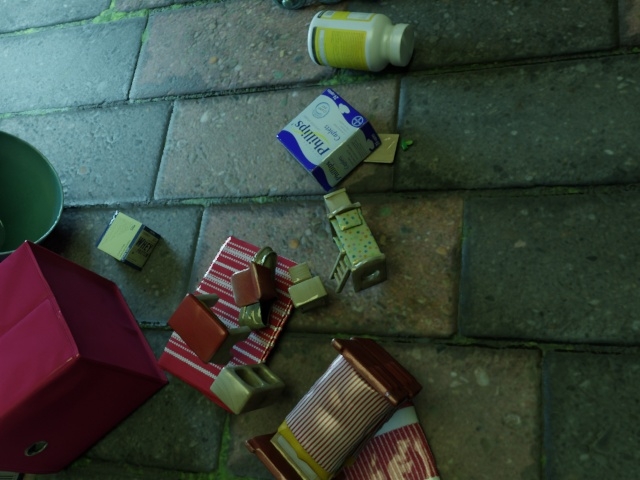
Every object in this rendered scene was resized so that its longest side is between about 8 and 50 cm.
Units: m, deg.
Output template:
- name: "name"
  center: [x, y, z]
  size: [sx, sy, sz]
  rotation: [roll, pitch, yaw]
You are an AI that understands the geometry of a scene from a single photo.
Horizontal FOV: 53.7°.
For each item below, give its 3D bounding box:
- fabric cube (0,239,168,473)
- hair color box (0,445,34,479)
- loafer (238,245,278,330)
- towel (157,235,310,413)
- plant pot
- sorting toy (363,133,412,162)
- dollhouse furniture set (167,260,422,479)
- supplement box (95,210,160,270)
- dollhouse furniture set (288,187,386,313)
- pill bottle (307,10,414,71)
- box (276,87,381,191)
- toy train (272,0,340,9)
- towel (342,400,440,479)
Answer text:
- name: "fabric cube"
  center: [-0.471, 0.207, 1.079]
  size: [0.258, 0.254, 0.259]
  rotation: [-39, 61, 1]
- name: "hair color box"
  center: [-0.719, 0.403, 1.179]
  size: [0.347, 0.105, 0.174]
  rotation: [8, 72, 24]
- name: "loafer"
  center: [-0.094, 0.083, 1.065]
  size: [0.050, 0.056, 0.148]
  rotation: [8, 80, 25]
- name: "towel"
  center: [-0.153, 0.141, 1.110]
  size: [0.198, 0.031, 0.275]
  rotation: [21, 76, 29]
- name: "plant pot"
  center: [-0.699, -0.057, 1.285]
  size: [0.195, 0.290, 0.291]
  rotation: [-40, 53, 44]
- name: "sorting toy"
  center: [0.122, -0.164, 1.135]
  size: [0.083, 0.012, 0.062]
  rotation: [7, 69, 26]
- name: "dollhouse furniture set"
  center: [-0.063, 0.169, 0.919]
  size: [0.374, 0.152, 0.201]
  rotation: [41, 99, 23]
- name: "supplement box"
  center: [-0.375, 0.001, 1.234]
  size: [0.083, 0.056, 0.083]
  rotation: [23, 79, 27]
- name: "dollhouse furniture set"
  center: [0.000, 0.000, 1.045]
  size: [0.160, 0.101, 0.182]
  rotation: [-22, 63, -5]
- name: "pill bottle"
  center: [0.076, -0.373, 1.184]
  size: [0.184, 0.103, 0.103]
  rotation: [14, 75, 25]
- name: "box"
  center: [0.014, -0.183, 1.144]
  size: [0.137, 0.072, 0.126]
  rotation: [-43, 54, 1]
- name: "toy train"
  center: [0.003, -0.570, 1.241]
  size: [0.333, 0.190, 0.142]
  rotation: [0, 69, 21]
- name: "towel"
  center: [0.076, 0.423, 0.907]
  size: [0.236, 0.037, 0.329]
  rotation: [-22, 63, 11]
